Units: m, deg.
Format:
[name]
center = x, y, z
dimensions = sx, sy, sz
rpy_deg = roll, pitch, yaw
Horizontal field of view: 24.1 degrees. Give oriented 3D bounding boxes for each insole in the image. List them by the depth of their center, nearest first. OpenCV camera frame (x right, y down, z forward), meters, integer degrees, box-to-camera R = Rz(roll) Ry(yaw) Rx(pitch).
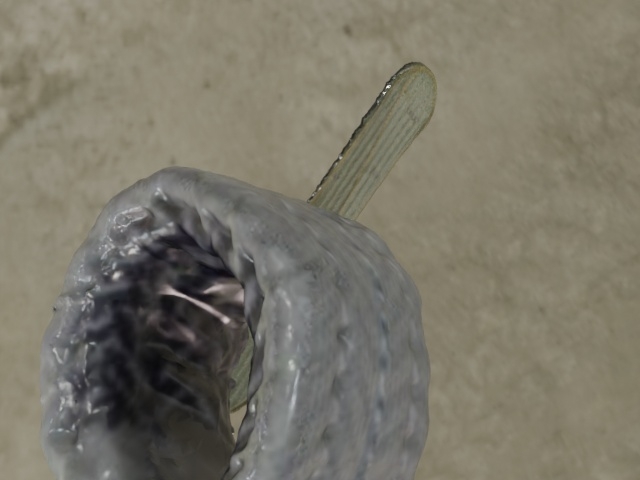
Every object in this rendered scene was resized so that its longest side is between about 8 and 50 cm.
[insole]
center = 0.000, 0.000, 1.271
dimensions = 0.348, 0.009, 0.119
rpy_deg = -57, 150, -4

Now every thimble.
[thimble]
center = -0.047, 0.089, 0.902
dimensions = 0.217, 0.245, 0.157
rpy_deg = -18, 158, 37
